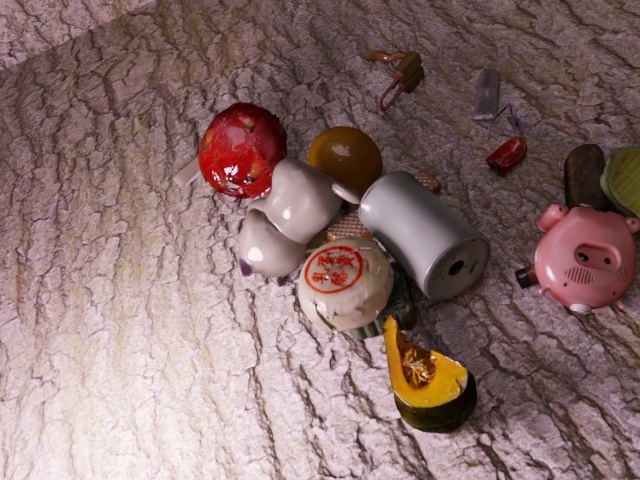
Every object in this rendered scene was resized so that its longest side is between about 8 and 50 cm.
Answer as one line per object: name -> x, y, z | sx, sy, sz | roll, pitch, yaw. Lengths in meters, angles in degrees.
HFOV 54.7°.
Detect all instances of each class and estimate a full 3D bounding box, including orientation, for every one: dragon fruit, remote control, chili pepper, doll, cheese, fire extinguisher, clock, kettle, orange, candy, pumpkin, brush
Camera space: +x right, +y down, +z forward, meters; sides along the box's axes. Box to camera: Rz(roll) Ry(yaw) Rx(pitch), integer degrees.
dragon fruit -> -0.248, -0.283, 1.994 | 0.296, 0.295, 0.301 | 4, 75, 24
remote control -> 0.537, -0.478, 1.993 | 0.073, 0.044, 0.229 | 3, 54, 20
chili pepper -> 0.547, -0.248, 1.795 | 0.123, 0.073, 0.070 | -39, 92, -8
doll -> -0.085, -0.066, 1.727 | 0.370, 0.215, 0.226 | -46, 61, 11
cheese -> -0.366, -0.334, 2.242 | 0.400, 0.034, 0.085 | -43, 46, -14
fire extinguisher -> 0.579, 0.070, 1.544 | 0.177, 0.050, 0.062 | -22, 60, 5
clock -> 0.622, 0.050, 1.447 | 0.227, 0.142, 0.241 | 11, 75, 4
kettle -> 0.286, -0.031, 1.610 | 0.265, 0.205, 0.318 | -28, 47, -14
orange -> 0.074, -0.234, 1.868 | 0.236, 0.236, 0.236 | -11, 51, 13
candy -> 0.699, -0.143, 1.629 | 0.102, 0.104, 0.234 | -1, 54, 14
pumpkin -> 0.257, 0.296, 1.433 | 0.190, 0.139, 0.280 | -15, 53, 15
brush -> 0.265, -0.529, 2.102 | 0.047, 0.103, 0.233 | 25, 67, 37

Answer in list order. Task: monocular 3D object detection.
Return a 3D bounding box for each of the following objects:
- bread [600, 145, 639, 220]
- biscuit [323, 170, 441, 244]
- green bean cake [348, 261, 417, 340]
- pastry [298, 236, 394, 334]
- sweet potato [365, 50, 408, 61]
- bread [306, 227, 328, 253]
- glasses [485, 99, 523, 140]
bread -> 0.841, -0.121, 1.538 | 0.301, 0.045, 0.301 | 5, 52, -6
biscuit -> 0.179, -0.082, 1.798 | 0.379, 0.054, 0.094 | -32, 53, -10
green bean cake -> 0.148, 0.152, 1.625 | 0.183, 0.094, 0.185 | -15, 45, 11
pastry -> 0.064, 0.105, 1.549 | 0.265, 0.133, 0.264 | -11, 45, 11
sweet potato -> 0.245, -0.672, 2.265 | 0.179, 0.044, 0.044 | 8, 57, 28
bread -> 0.000, 0.000, 1.838 | 0.154, 0.028, 0.068 | -11, 51, 12
glasses -> 0.549, -0.356, 1.881 | 0.104, 0.062, 0.140 | -15, 49, 11
